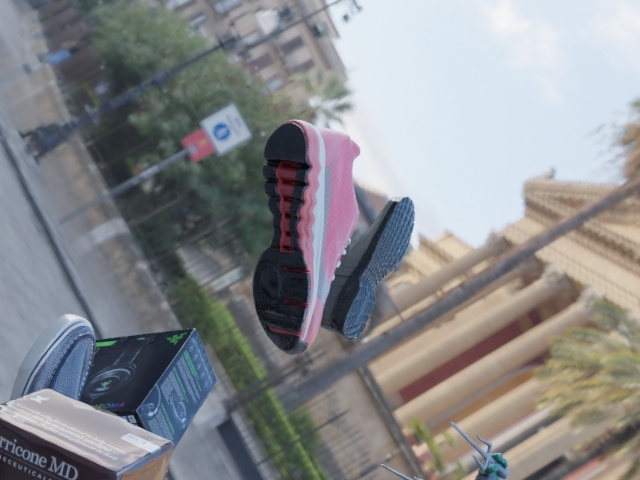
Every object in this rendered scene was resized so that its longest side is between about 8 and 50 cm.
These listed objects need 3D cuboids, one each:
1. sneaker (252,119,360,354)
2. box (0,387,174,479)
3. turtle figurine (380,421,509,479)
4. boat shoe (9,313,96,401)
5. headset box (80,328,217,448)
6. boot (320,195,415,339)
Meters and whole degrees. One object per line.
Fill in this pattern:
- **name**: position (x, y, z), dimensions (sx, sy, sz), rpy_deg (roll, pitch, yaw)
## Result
- **sneaker**: position (0.000, 0.000, 1.387), dimensions (0.116, 0.136, 0.314), rpy_deg (16, -76, 48)
- **box**: position (-0.327, 0.392, 1.242), dimensions (0.191, 0.381, 0.143), rpy_deg (19, 9, 18)
- **turtle figurine**: position (0.166, 0.292, 1.090), dimensions (0.234, 0.118, 0.175), rpy_deg (30, 24, 9)
- **boat shoe**: position (-0.373, 0.283, 1.502), dimensions (0.158, 0.340, 0.127), rpy_deg (17, -12, 25)
- **headset box**: position (-0.362, 0.294, 1.966), dimensions (0.283, 0.246, 0.131), rpy_deg (-58, 134, -56)
- **boot**: position (0.028, 0.021, 1.578), dimensions (0.161, 0.246, 0.083), rpy_deg (19, -18, 35)
